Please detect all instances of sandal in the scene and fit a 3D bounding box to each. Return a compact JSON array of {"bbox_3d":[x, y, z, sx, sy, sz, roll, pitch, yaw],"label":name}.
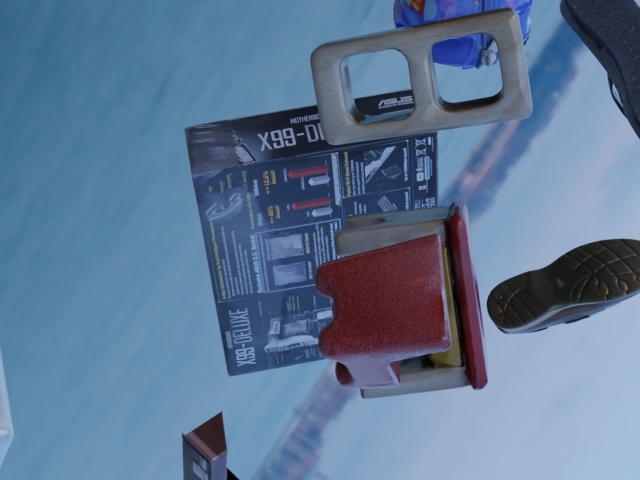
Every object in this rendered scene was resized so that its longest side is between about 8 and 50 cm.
[{"bbox_3d":[0.348,-0.183,1.474,0.097,0.254,0.054,-19,155,-13],"label":"sandal"}]

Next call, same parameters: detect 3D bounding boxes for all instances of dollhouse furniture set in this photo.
[{"bbox_3d":[0.062,-0.093,0.700,0.201,0.152,0.374,-49,130,-77],"label":"dollhouse furniture set"}]

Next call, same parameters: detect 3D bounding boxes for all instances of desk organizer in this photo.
[{"bbox_3d":[-0.106,0.238,1.375,0.050,0.047,0.130,-31,143,-31],"label":"desk organizer"}]

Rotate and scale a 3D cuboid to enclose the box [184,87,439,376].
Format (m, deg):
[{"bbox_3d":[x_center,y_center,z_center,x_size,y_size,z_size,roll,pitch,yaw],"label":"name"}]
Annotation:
[{"bbox_3d":[0.000,0.000,1.410,0.076,0.242,0.307,-104,-175,-45],"label":"box"}]

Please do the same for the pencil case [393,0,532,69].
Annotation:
[{"bbox_3d":[0.123,-0.259,1.095,0.119,0.133,0.306,-19,151,-9],"label":"pencil case"}]

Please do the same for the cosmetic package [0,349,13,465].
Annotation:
[{"bbox_3d":[-0.590,0.207,1.643,0.394,0.329,0.327,-58,-141,43],"label":"cosmetic package"}]

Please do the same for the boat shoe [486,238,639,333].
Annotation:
[{"bbox_3d":[0.253,0.048,1.346,0.178,0.064,0.060,-20,156,9],"label":"boat shoe"}]
